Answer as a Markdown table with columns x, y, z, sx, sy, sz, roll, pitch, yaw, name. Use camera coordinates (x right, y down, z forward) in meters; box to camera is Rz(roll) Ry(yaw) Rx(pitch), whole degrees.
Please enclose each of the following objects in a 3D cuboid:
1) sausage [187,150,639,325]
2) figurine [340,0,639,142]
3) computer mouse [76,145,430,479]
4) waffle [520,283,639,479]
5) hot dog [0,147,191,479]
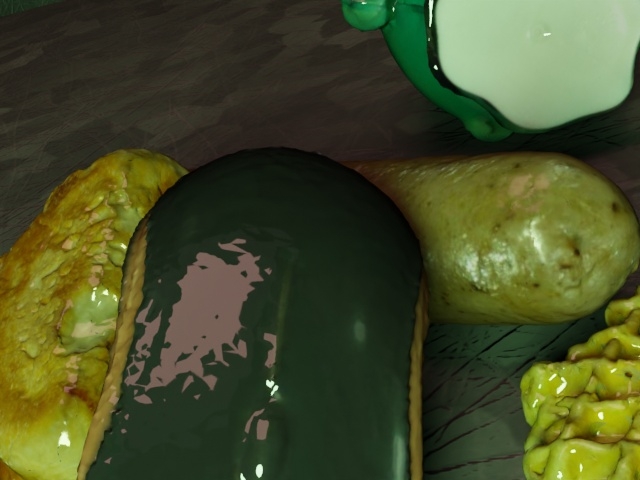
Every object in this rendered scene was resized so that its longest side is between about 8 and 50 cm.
| x | y | z | sx | sy | sz | roll | pitch | yaw | name |
| --- | --- | --- | --- | --- | --- | --- | --- | --- | --- |
| 0.001 | 0.000 | 0.885 | 0.501 | 0.123 | 0.136 | 1 | 2 | 37 | sausage |
| 0.175 | -0.220 | 1.156 | 0.324 | 0.231 | 0.340 | 7 | 15 | -4 | figurine |
| -0.029 | 0.062 | 0.656 | 0.183 | 0.116 | 0.323 | 8 | 50 | -4 | computer mouse |
| 0.231 | 0.086 | 0.622 | 0.249 | 0.056 | 0.253 | -28 | 23 | -19 | waffle |
| -0.150 | 0.069 | 0.779 | 0.153 | 0.150 | 0.256 | -25 | 42 | 35 | hot dog |
